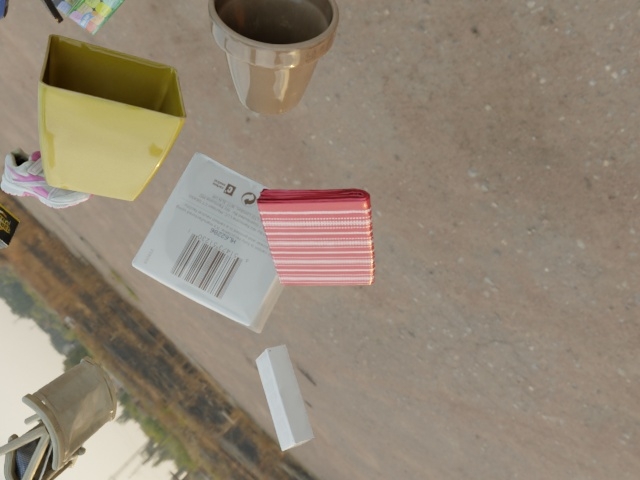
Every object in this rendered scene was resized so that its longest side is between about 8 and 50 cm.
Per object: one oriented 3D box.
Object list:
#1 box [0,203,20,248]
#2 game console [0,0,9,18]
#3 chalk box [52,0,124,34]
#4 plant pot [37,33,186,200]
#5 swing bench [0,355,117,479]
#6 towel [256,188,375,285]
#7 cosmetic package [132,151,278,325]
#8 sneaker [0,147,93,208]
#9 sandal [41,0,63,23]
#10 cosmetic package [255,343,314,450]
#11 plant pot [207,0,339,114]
[{"bbox_3d":[-0.799,-0.078,1.257,0.257,0.079,0.322,-13,138,21],"label":"box"},{"bbox_3d":[-0.686,-0.565,1.243,0.173,0.250,0.293,28,135,-10],"label":"game console"},{"bbox_3d":[-0.507,-0.561,1.435,0.132,0.213,0.132,-30,132,32],"label":"chalk box"},{"bbox_3d":[-0.356,-0.188,1.072,0.187,0.212,0.212,-66,28,28],"label":"plant pot"},{"bbox_3d":[-0.593,0.425,1.437,0.165,0.254,0.253,45,-167,1],"label":"swing bench"},{"bbox_3d":[0.000,0.000,1.205,0.198,0.031,0.275,0,143,7],"label":"towel"},{"bbox_3d":[-0.239,0.025,1.724,0.329,0.327,0.394,27,169,2],"label":"cosmetic package"},{"bbox_3d":[-0.674,-0.158,1.600,0.252,0.103,0.111,12,125,6],"label":"sneaker"},{"bbox_3d":[-0.474,-0.418,1.044,0.067,0.040,0.179,48,166,33],"label":"sandal"},{"bbox_3d":[-0.090,0.389,1.620,0.099,0.060,0.239,-52,53,57],"label":"cosmetic package"},{"bbox_3d":[-0.100,-0.396,1.370,0.263,0.263,0.229,38,148,20],"label":"plant pot"}]
